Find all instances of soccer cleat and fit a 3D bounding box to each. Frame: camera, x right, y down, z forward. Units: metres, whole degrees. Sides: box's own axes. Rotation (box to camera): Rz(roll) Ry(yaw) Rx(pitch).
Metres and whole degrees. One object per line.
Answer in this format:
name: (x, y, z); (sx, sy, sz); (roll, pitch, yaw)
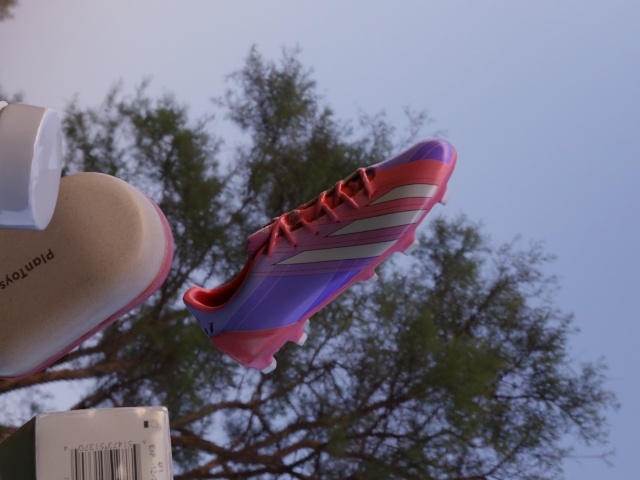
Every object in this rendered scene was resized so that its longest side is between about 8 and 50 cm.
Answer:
soccer cleat: (0.000, 0.000, 0.630); (0.248, 0.095, 0.083); (-45, -167, 13)

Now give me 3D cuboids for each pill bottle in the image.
pill bottle: (-0.336, -0.070, 0.645); (0.131, 0.229, 0.131); (-174, -90, -84)

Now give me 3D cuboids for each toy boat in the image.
toy boat: (-0.255, 0.038, 0.824); (0.231, 0.151, 0.151); (-34, -104, 0)

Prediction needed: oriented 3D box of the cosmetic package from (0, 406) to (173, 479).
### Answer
cosmetic package: (-0.296, 0.288, 0.977); (0.296, 0.153, 0.129); (-34, -121, 58)
